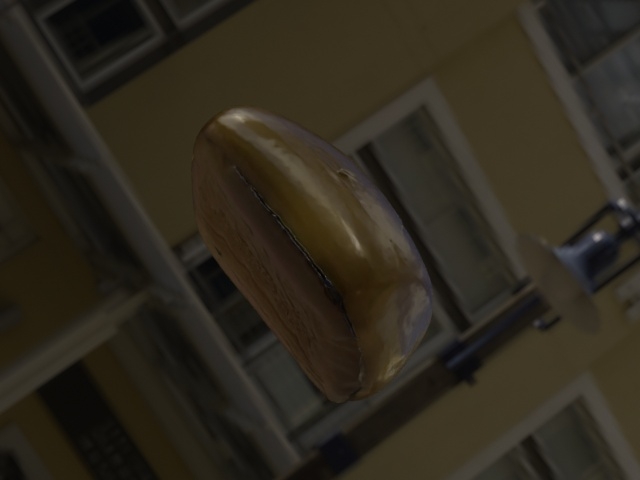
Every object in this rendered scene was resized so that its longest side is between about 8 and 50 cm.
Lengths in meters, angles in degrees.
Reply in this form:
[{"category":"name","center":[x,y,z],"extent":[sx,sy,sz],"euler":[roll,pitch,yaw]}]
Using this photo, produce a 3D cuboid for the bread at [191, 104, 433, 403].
[{"category":"bread","center":[0.000,0.000,0.581],"extent":[0.115,0.056,0.082],"euler":[49,-25,33]}]
